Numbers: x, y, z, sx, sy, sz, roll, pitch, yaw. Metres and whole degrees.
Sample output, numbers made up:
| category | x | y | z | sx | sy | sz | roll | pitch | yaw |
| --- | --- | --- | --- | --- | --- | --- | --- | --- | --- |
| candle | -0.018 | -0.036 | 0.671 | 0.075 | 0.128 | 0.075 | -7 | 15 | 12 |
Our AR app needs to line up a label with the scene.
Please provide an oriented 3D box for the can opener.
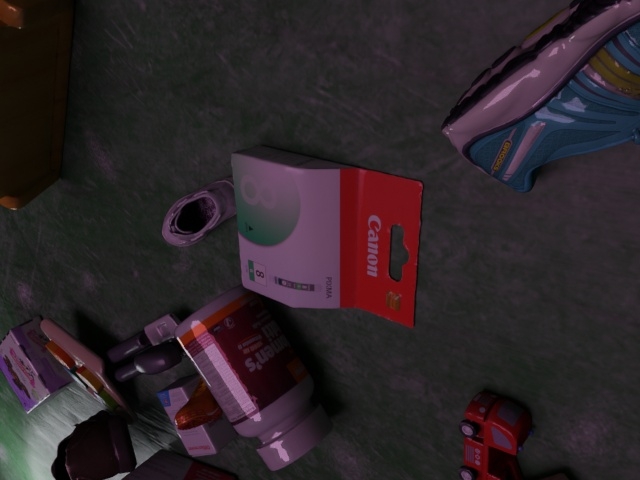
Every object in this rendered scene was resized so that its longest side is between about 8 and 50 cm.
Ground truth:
| category | x | y | z | sx | sy | sz | roll | pitch | yaw |
| --- | --- | --- | --- | --- | --- | --- | --- | --- | --- |
| can opener | -0.297 | 0.186 | 1.018 | 0.280 | 0.093 | 0.074 | -27 | 91 | 50 |

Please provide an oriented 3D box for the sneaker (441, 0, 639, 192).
| category | x | y | z | sx | sy | sz | roll | pitch | yaw |
| --- | --- | --- | --- | --- | --- | --- | --- | --- | --- |
| sneaker | 0.213 | -0.127 | 0.435 | 0.110 | 0.107 | 0.275 | 42 | 140 | -10 |

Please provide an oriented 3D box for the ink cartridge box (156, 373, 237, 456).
| category | x | y | z | sx | sy | sz | roll | pitch | yaw |
| --- | --- | --- | --- | --- | --- | --- | --- | --- | --- |
| ink cartridge box | -0.204 | 0.288 | 1.009 | 0.088 | 0.052 | 0.122 | -24 | 93 | 45 |

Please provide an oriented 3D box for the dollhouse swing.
| category | x | y | z | sx | sy | sz | roll | pitch | yaw |
| --- | --- | --- | --- | --- | --- | --- | --- | --- | --- |
| dollhouse swing | -0.542 | -0.223 | 0.869 | 0.315 | 0.305 | 0.347 | 41 | 133 | 17 |

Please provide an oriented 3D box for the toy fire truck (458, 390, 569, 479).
| category | x | y | z | sx | sy | sz | roll | pitch | yaw |
| --- | --- | --- | --- | --- | --- | --- | --- | --- | --- |
| toy fire truck | 0.216 | 0.262 | 0.642 | 0.135 | 0.047 | 0.192 | 13 | 118 | 35 |

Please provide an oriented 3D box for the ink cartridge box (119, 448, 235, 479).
| category | x | y | z | sx | sy | sz | roll | pitch | yaw |
| --- | --- | --- | --- | --- | --- | --- | --- | --- | --- |
| ink cartridge box | -0.304 | 0.512 | 1.028 | 0.226 | 0.306 | 0.131 | 1 | 111 | 40 |

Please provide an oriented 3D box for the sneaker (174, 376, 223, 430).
| category | x | y | z | sx | sy | sz | roll | pitch | yaw |
| --- | --- | --- | --- | --- | --- | --- | --- | --- | --- |
| sneaker | -0.157 | 0.215 | 0.853 | 0.064 | 0.175 | 0.067 | -27 | 86 | 15 |

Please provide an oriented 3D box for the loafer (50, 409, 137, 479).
| category | x | y | z | sx | sy | sz | roll | pitch | yaw |
| --- | --- | --- | --- | --- | --- | --- | --- | --- | --- |
| loafer | -0.459 | 0.405 | 1.187 | 0.366 | 0.130 | 0.134 | -39 | 66 | 56 |

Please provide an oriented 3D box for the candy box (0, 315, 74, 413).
| category | x | y | z | sx | sy | sz | roll | pitch | yaw |
| --- | --- | --- | --- | --- | --- | --- | --- | --- | --- |
| candy box | -0.640 | 0.279 | 1.363 | 0.196 | 0.070 | 0.165 | -35 | 87 | 45 |

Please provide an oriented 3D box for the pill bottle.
| category | x | y | z | sx | sy | sz | roll | pitch | yaw |
| --- | --- | --- | --- | --- | --- | --- | --- | --- | --- |
| pill bottle | -0.085 | 0.177 | 0.804 | 0.121 | 0.121 | 0.221 | -38 | 85 | 44 |

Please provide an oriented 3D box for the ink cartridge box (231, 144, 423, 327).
| category | x | y | z | sx | sy | sz | roll | pitch | yaw |
| --- | --- | --- | --- | --- | --- | --- | --- | --- | --- |
| ink cartridge box | 0.000 | 0.000 | 0.693 | 0.224 | 0.056 | 0.181 | 19 | 123 | 35 |

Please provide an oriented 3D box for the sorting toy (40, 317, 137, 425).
| category | x | y | z | sx | sy | sz | roll | pitch | yaw |
| --- | --- | --- | --- | --- | --- | --- | --- | --- | --- |
| sorting toy | -0.452 | 0.261 | 1.184 | 0.193 | 0.038 | 0.208 | 26 | 143 | 29 |

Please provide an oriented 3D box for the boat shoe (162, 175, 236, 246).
| category | x | y | z | sx | sy | sz | roll | pitch | yaw |
| --- | --- | --- | --- | --- | --- | --- | --- | --- | --- |
| boat shoe | -0.169 | -0.028 | 0.813 | 0.184 | 0.063 | 0.066 | -16 | 100 | 43 |
